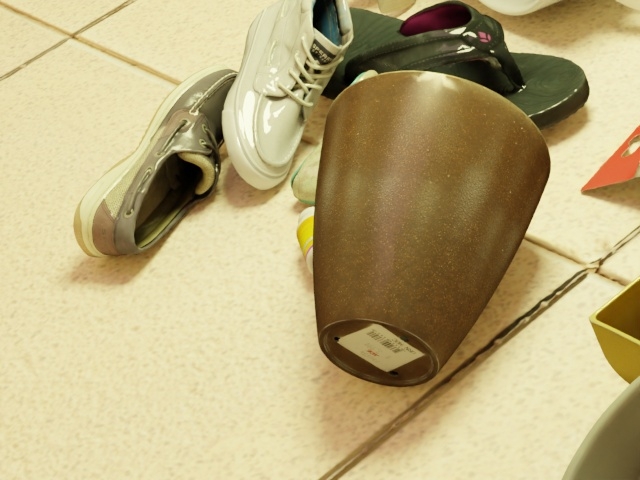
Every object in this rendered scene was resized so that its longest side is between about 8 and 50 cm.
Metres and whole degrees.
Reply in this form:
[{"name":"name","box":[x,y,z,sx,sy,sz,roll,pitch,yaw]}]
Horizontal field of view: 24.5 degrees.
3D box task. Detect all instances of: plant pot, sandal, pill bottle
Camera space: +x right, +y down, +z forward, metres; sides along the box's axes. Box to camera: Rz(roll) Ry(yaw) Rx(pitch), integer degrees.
[{"name":"plant pot","box":[0.277,0.085,1.186,0.081,0.083,0.081,-35,38,-22]},{"name":"sandal","box":[0.101,-0.208,1.660,0.167,0.107,0.446,-39,38,-27]},{"name":"plant pot","box":[0.079,0.005,1.315,0.215,0.215,0.230,0,52,26]},{"name":"pill bottle","box":[0.000,0.000,1.477,0.043,0.043,0.083,-20,34,-1]}]

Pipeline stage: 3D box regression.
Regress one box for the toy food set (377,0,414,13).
[{"name":"toy food set","box":[0.049,-0.452,1.912,0.092,0.219,0.306,-10,33,-11]}]

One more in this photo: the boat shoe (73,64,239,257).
[{"name":"boat shoe","box":[-0.154,-0.083,1.627,0.092,0.103,0.285,15,51,33]}]

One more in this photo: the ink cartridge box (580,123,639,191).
[{"name":"ink cartridge box","box":[0.359,-0.133,1.403,0.181,0.056,0.225,-43,19,-32]}]

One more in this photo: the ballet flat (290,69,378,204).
[{"name":"ballet flat","box":[0.031,-0.106,1.583,0.052,0.057,0.168,24,76,33]}]

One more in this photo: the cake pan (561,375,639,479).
[{"name":"cake pan","box":[0.270,0.184,0.973,0.293,0.054,0.293,-41,27,26]}]

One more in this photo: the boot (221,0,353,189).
[{"name":"boot","box":[-0.031,-0.185,1.635,0.123,0.095,0.258,-32,41,41]}]

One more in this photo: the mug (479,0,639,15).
[{"name":"mug","box":[0.348,-0.412,1.719,0.328,0.276,0.374,-25,64,-20]}]
